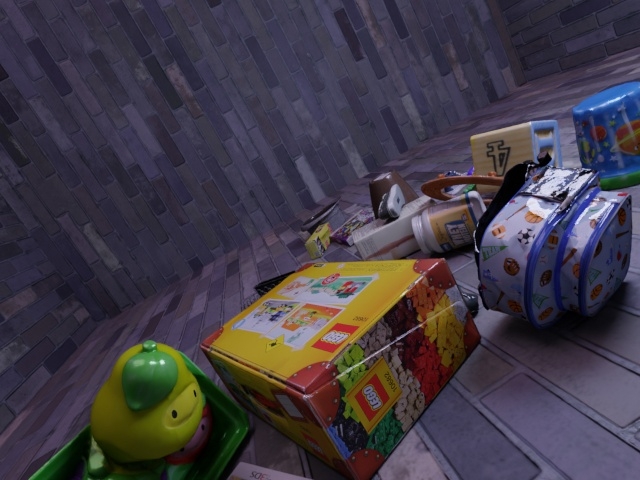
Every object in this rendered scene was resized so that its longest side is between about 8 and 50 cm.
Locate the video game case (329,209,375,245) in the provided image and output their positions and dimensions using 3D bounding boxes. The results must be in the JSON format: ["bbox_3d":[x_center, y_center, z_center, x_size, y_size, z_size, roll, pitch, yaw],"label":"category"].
[{"bbox_3d":[0.164,-0.062,1.885,0.210,0.041,0.232,-39,16,-10],"label":"video game case"}]

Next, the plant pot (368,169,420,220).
[{"bbox_3d":[0.287,-0.149,1.604,0.216,0.230,0.215,-27,13,7],"label":"plant pot"}]

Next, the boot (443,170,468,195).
[{"bbox_3d":[0.581,-0.268,1.754,0.069,0.086,0.190,-13,21,49],"label":"boot"}]

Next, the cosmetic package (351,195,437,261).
[{"bbox_3d":[0.267,-0.024,1.408,0.296,0.129,0.153,-27,12,9],"label":"cosmetic package"}]

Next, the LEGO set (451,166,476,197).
[{"bbox_3d":[0.531,-0.194,1.440,0.227,0.093,0.087,-53,33,-6],"label":"LEGO set"}]

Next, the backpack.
[{"bbox_3d":[0.409,0.025,0.738,0.263,0.276,0.213,-36,28,-16],"label":"backpack"}]

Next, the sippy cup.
[{"bbox_3d":[0.799,-0.287,1.103,0.240,0.223,0.306,-34,14,-22],"label":"sippy cup"}]

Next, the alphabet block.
[{"bbox_3d":[0.623,-0.263,1.310,0.193,0.193,0.197,-13,7,-37],"label":"alphabet block"}]

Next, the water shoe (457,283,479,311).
[{"bbox_3d":[0.288,0.134,0.961,0.080,0.072,0.203,-10,14,-14],"label":"water shoe"}]

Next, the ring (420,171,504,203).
[{"bbox_3d":[0.473,-0.152,1.228,0.337,0.032,0.336,6,-5,1],"label":"ring"}]

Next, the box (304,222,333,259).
[{"bbox_3d":[0.000,0.000,1.943,0.058,0.087,0.232,-20,15,24],"label":"box"}]

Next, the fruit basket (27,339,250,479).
[{"bbox_3d":[-0.292,0.353,0.733,0.392,0.283,0.392,-46,2,2],"label":"fruit basket"}]

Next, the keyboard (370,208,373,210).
[{"bbox_3d":[0.309,-0.173,1.974,0.180,0.023,0.108,-32,-3,16],"label":"keyboard"}]

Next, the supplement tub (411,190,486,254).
[{"bbox_3d":[0.387,-0.047,1.216,0.200,0.144,0.144,-22,15,27],"label":"supplement tub"}]

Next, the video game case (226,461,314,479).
[{"bbox_3d":[-0.135,0.465,0.647,0.207,0.026,0.227,-17,18,42],"label":"video game case"}]

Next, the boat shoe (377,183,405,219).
[{"bbox_3d":[0.240,-0.134,1.420,0.070,0.077,0.219,-22,15,27],"label":"boat shoe"}]

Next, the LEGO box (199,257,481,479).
[{"bbox_3d":[0.011,0.218,0.893,0.373,0.193,0.500,-36,16,-29],"label":"LEGO box"}]

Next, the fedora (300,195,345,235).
[{"bbox_3d":[0.033,-0.100,2.148,0.276,0.124,0.243,-36,11,5],"label":"fedora"}]

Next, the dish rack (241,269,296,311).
[{"bbox_3d":[-0.199,0.227,1.539,0.209,0.074,0.271,-22,15,28],"label":"dish rack"}]

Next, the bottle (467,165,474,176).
[{"bbox_3d":[0.677,-0.254,1.500,0.118,0.092,0.283,-34,14,-22],"label":"bottle"}]
